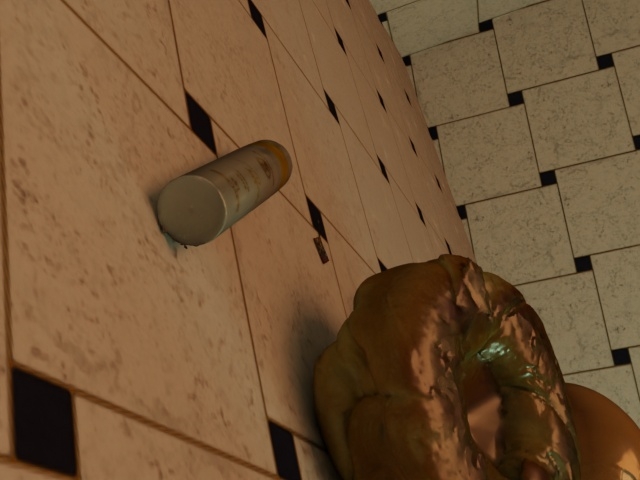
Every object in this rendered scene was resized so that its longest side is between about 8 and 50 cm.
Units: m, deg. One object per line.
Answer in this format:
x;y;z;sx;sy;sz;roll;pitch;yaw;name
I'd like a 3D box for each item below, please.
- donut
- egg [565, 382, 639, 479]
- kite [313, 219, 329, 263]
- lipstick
0.142;0.195;0.949;0.360;0.170;0.360;26;55;-43;donut
0.315;0.285;1.138;0.201;0.201;0.244;59;13;-34;egg
0.003;0.005;1.161;0.078;0.002;0.044;-78;144;-66;kite
-0.078;-0.050;0.816;0.264;0.059;0.059;-54;122;-74;lipstick
